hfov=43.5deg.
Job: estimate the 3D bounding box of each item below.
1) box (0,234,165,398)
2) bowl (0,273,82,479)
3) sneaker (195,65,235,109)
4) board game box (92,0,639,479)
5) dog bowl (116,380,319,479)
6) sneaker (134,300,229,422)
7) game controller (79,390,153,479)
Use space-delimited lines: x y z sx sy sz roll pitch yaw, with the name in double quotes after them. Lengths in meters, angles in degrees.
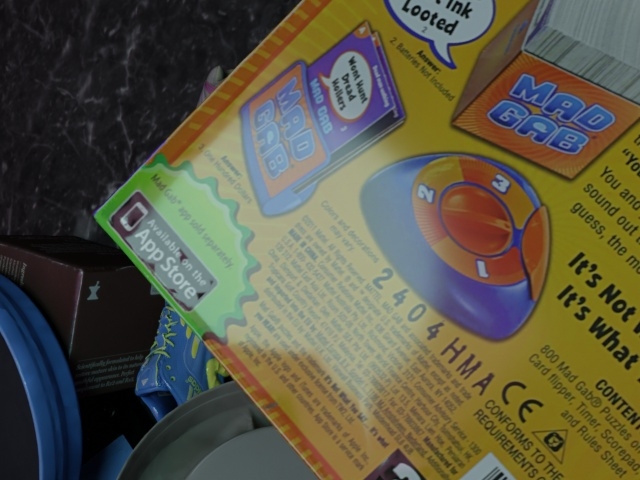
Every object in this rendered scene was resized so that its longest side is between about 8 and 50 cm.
-0.331 0.092 1.056 0.203 0.168 0.167 14 97 31 "box"
-0.441 0.212 0.990 0.391 0.077 0.391 6 101 33 "bowl"
-0.056 -0.152 0.933 0.252 0.103 0.111 13 97 30 "sneaker"
0.145 0.000 0.580 0.356 0.356 0.356 -44 79 7 "board game box"
-0.018 0.290 0.709 0.349 0.348 0.102 45 139 24 "dog bowl"
-0.168 0.131 0.981 0.091 0.126 0.240 -19 80 30 "sneaker"
-0.245 0.351 1.030 0.166 0.067 0.319 -34 69 -14 "game controller"
